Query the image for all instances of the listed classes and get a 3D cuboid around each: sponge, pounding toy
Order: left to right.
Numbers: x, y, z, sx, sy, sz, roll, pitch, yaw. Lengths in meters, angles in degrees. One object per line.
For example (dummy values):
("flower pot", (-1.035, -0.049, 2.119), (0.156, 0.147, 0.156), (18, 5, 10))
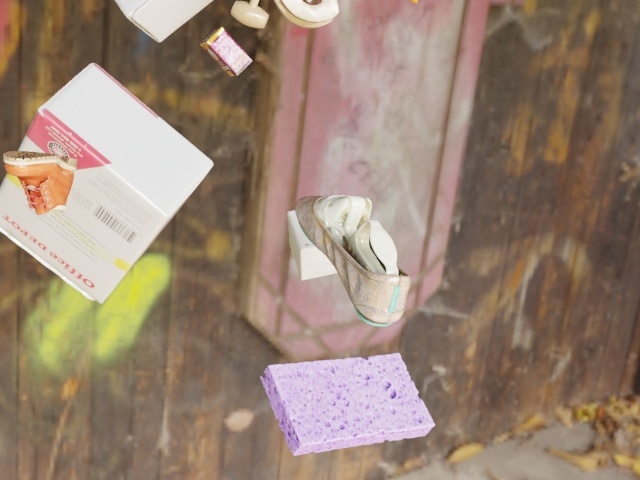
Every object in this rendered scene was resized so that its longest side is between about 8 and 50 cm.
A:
("pounding toy", (-0.017, -0.449, 1.897), (0.154, 0.269, 0.155), (32, -2, -8))
("sponge", (0.036, 0.207, 1.462), (0.210, 0.031, 0.117), (-1, 52, -34))

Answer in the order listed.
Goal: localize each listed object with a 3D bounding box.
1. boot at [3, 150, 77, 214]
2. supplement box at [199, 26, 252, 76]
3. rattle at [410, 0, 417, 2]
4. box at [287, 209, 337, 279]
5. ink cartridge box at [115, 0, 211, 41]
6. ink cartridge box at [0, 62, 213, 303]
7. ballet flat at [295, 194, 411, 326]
("boot", (-0.373, -0.076, 1.514), (0.059, 0.084, 0.158), (10, -1, 15))
("supplement box", (-0.172, -0.343, 2.070), (0.043, 0.083, 0.055), (-47, 17, -11))
("rattle", (0.086, -0.516, 2.345), (0.130, 0.142, 0.200), (22, 52, 43))
("box", (0.000, 0.000, 2.056), (0.102, 0.087, 0.101), (-12, 49, -8))
("ink cartridge box", (-0.302, -0.544, 2.027), (0.306, 0.226, 0.131), (56, 9, 20))
("ink cartridge box", (-0.406, -0.091, 2.051), (0.279, 0.385, 0.160), (40, 51, -6))
("ballet flat", (0.056, -0.004, 1.743), (0.108, 0.106, 0.316), (-3, 38, -30))
